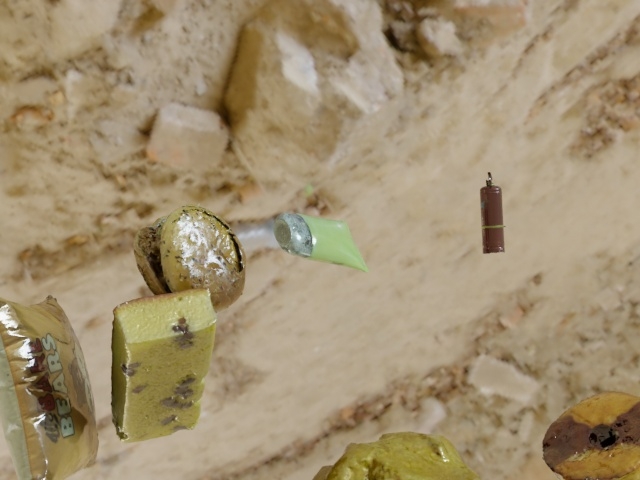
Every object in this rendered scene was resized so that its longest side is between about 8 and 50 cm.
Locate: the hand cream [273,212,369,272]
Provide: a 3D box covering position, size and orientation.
[{"bbox_3d":[0.000,0.000,1.602,0.046,0.095,0.175,-39,151,26],"label":"hand cream"}]

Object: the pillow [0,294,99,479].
[{"bbox_3d":[-0.432,0.235,1.726,0.119,0.310,0.312,-12,176,3],"label":"pillow"}]

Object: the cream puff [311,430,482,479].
[{"bbox_3d":[0.078,0.419,1.595,0.323,0.274,0.270,-57,145,1],"label":"cream puff"}]

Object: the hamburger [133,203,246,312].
[{"bbox_3d":[-0.196,0.023,1.711,0.177,0.185,0.113,22,154,-30],"label":"hamburger"}]

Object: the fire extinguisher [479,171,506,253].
[{"bbox_3d":[0.281,-0.045,1.796,0.039,0.132,0.056,-3,-179,12],"label":"fire extinguisher"}]

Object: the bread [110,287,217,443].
[{"bbox_3d":[-0.239,0.198,1.646,0.138,0.077,0.361,-12,150,-18],"label":"bread"}]

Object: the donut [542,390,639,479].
[{"bbox_3d":[0.377,0.274,1.433,0.166,0.073,0.184,-36,-162,-21],"label":"donut"}]
